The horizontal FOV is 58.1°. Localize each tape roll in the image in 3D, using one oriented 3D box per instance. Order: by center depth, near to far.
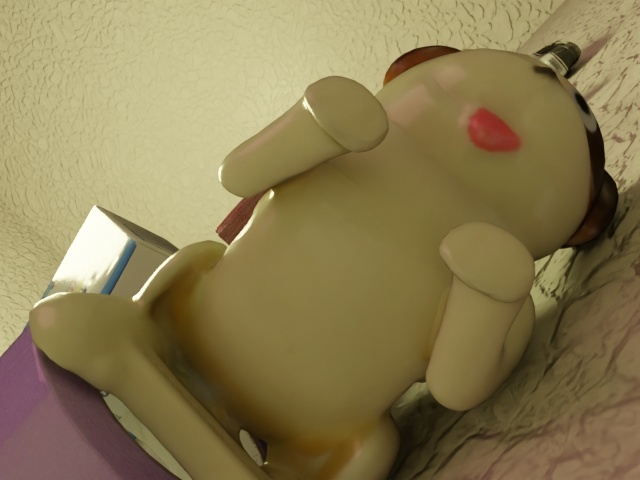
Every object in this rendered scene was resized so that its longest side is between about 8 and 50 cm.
[{"bbox_3d":[-0.139,0.171,0.471,0.090,0.275,0.275,-47,2,1],"label":"tape roll"}]

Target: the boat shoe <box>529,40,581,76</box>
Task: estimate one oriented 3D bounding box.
[{"bbox_3d":[0.493,-0.377,1.211,0.070,0.078,0.219,-42,8,16],"label":"boat shoe"}]

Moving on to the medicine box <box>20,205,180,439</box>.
[{"bbox_3d":[-0.319,0.112,0.888,0.289,0.149,0.263,21,82,56],"label":"medicine box"}]

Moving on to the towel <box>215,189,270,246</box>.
[{"bbox_3d":[0.000,0.000,1.040,0.237,0.329,0.037,-47,30,-6],"label":"towel"}]

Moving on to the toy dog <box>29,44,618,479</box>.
[{"bbox_3d":[0.065,0.021,0.486,0.408,0.284,0.395,-47,-22,2],"label":"toy dog"}]

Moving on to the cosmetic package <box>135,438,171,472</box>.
[{"bbox_3d":[-0.071,0.177,0.884,0.453,0.161,0.230,-48,10,-6],"label":"cosmetic package"}]

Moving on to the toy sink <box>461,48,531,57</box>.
[{"bbox_3d":[0.363,-0.334,1.257,0.234,0.153,0.131,-73,-13,-87],"label":"toy sink"}]
